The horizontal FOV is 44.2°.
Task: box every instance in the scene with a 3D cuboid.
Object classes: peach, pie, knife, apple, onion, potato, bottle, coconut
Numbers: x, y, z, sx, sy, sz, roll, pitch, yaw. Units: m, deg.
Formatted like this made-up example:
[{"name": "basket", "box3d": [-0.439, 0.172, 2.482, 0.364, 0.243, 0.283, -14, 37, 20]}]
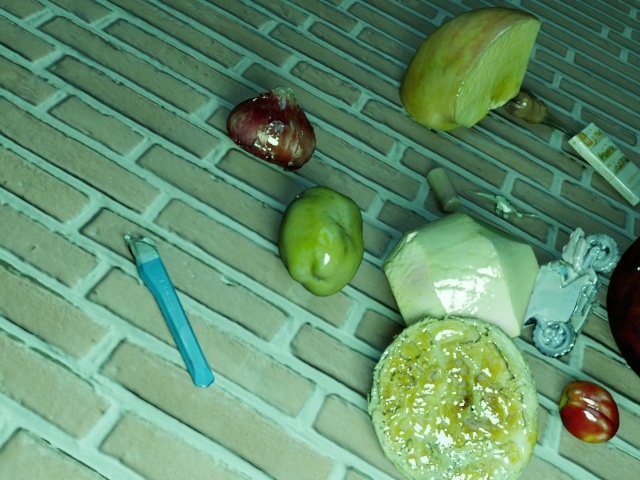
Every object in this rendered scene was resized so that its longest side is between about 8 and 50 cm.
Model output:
[{"name": "peach", "box3d": [0.446, 0.284, 1.301, 0.101, 0.100, 0.100, 14, 42, -13]}, {"name": "pie", "box3d": [0.204, 0.242, 1.168, 0.274, 0.055, 0.274, 2, 75, -7]}, {"name": "knife", "box3d": [-0.232, 0.101, 1.202, 0.044, 0.026, 0.296, -11, 55, -31]}, {"name": "apple", "box3d": [0.341, -0.397, 1.841, 0.309, 0.314, 0.252, -27, 99, -33]}, {"name": "onion", "box3d": [-0.089, -0.223, 1.517, 0.184, 0.147, 0.184, 16, 27, -8]}, {"name": "potato", "box3d": [0.003, -0.003, 1.339, 0.155, 0.137, 0.200, 23, 40, -4]}, {"name": "bottle", "box3d": [0.258, -0.104, 1.644, 0.045, 0.045, 0.096, 0, 50, -26]}, {"name": "coconut", "box3d": [0.242, 0.067, 1.325, 0.259, 0.259, 0.259, 14, 42, -13]}]

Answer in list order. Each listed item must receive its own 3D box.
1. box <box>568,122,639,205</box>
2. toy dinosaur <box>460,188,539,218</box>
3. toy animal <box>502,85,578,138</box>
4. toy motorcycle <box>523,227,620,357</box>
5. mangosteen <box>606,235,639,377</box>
[{"name": "box", "box3d": [0.720, -0.190, 1.947, 0.220, 0.032, 0.122, 48, 46, 9]}, {"name": "toy dinosaur", "box3d": [0.389, -0.075, 1.687, 0.180, 0.037, 0.058, 28, 17, -8]}, {"name": "toy animal", "box3d": [0.562, -0.323, 2.011, 0.224, 0.066, 0.229, -2, 44, -47]}, {"name": "toy motorcycle", "box3d": [0.413, 0.075, 1.450, 0.204, 0.108, 0.239, 26, 69, 39]}, {"name": "mangosteen", "box3d": [0.725, 0.133, 1.412, 0.421, 0.381, 0.381, 20, 31, -54]}]
